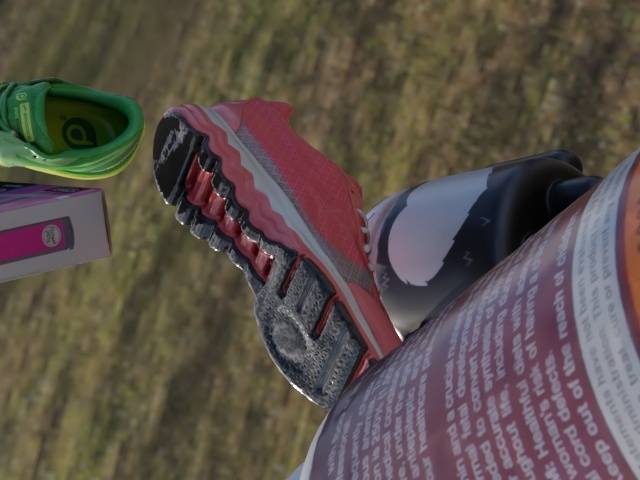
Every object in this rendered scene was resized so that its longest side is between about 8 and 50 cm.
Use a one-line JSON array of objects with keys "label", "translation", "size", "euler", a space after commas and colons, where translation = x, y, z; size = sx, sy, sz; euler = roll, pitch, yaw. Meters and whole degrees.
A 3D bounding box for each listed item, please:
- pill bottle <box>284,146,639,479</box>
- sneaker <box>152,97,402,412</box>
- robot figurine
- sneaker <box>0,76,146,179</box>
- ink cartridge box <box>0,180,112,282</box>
[{"label": "pill bottle", "translation": [0.128, 0.112, 0.777], "size": [0.392, 0.224, 0.224], "euler": [-43, 33, 45]}, {"label": "sneaker", "translation": [0.000, -0.001, 1.405], "size": [0.314, 0.136, 0.116], "euler": [55, 143, 19]}, {"label": "robot figurine", "translation": [0.146, 0.021, 1.527], "size": [0.278, 0.209, 0.174], "euler": [-11, 90, 47]}, {"label": "sneaker", "translation": [-0.303, -0.112, 1.660], "size": [0.123, 0.295, 0.109], "euler": [-35, 64, 61]}, {"label": "ink cartridge box", "translation": [-0.362, 0.017, 1.373], "size": [0.175, 0.371, 0.069], "euler": [6, 108, 48]}]
